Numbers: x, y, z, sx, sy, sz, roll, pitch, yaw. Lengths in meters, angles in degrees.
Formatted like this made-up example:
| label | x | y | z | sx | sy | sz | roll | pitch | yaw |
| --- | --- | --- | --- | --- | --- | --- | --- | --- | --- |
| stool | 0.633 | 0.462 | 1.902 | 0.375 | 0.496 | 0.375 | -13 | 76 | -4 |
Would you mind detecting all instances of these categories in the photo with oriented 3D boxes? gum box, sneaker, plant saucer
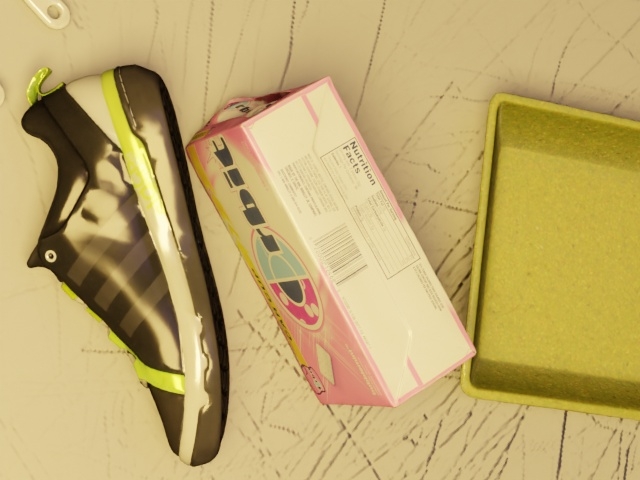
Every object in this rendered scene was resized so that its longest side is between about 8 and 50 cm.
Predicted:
| label | x | y | z | sx | sy | sz | roll | pitch | yaw |
| --- | --- | --- | --- | --- | --- | --- | --- | --- | --- |
| gum box | 0.000 | 0.000 | 0.964 | 0.062 | 0.107 | 0.188 | -31 | 98 | -22 |
| sneaker | -0.113 | 0.016 | 0.947 | 0.097 | 0.084 | 0.234 | -13 | 90 | 1 |
| plant saucer | 0.172 | 0.016 | 1.068 | 0.188 | 0.045 | 0.188 | 9 | 82 | -21 |

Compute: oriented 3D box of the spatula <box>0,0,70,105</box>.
| label | x | y | z | sx | sy | sz | roll | pitch | yaw |
| --- | --- | --- | --- | --- | --- | --- | --- | --- | --- |
| spatula | -0.221 | -0.199 | 0.939 | 0.242 | 0.019 | 0.168 | 49 | 65 | -13 |
